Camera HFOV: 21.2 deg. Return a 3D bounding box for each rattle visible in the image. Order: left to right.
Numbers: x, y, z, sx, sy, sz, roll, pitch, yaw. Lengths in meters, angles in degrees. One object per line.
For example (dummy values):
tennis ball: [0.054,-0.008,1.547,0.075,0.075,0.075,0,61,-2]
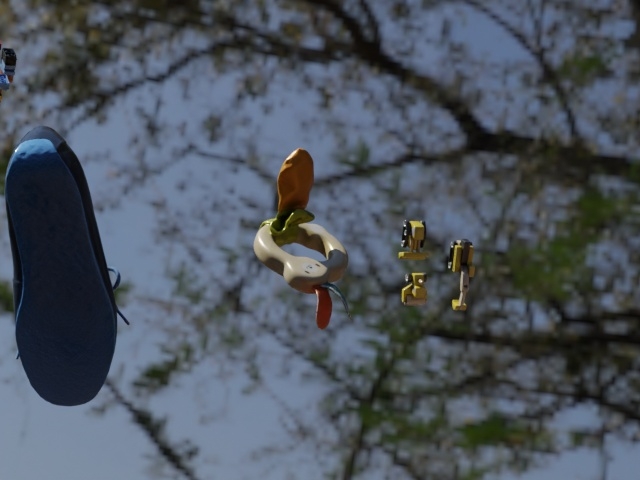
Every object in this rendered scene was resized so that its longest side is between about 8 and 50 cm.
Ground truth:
rattle: [0.000,0.000,2.179,0.130,0.143,0.199,24,21,-25]

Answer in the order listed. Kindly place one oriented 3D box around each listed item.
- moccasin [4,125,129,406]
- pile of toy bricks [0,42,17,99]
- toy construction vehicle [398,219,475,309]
moccasin: [-0.290,0.028,1.990,0.138,0.117,0.342,1,-62,-4]
pile of toy bricks: [-0.479,-0.203,2.357,0.118,0.105,0.212,2,27,-20]
toy construction vehicle: [0.130,0.029,1.914,0.086,0.098,0.035,4,12,-16]
